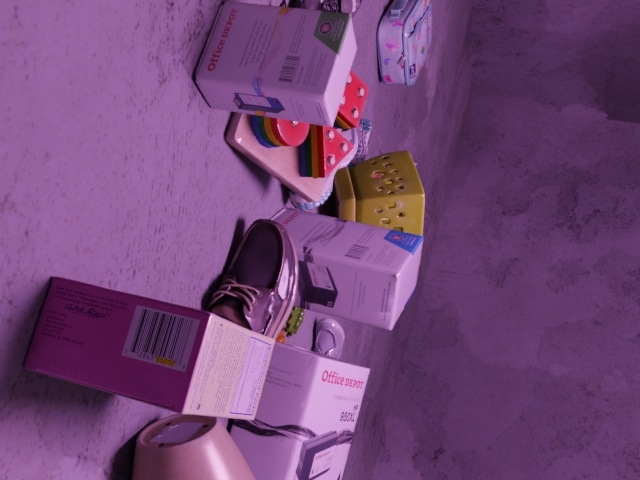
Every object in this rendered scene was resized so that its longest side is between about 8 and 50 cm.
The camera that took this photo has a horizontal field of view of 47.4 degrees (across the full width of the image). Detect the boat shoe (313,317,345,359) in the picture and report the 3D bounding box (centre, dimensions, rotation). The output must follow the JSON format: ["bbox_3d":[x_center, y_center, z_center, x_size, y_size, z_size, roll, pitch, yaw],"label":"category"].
[{"bbox_3d":[0.019,0.309,1.980,0.081,0.079,0.227,-67,163,-47],"label":"boat shoe"}]

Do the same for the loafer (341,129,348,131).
[{"bbox_3d":[0.009,-0.299,1.520,0.223,0.076,0.078,29,37,-53],"label":"loafer"}]

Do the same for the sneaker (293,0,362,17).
[{"bbox_3d":[0.023,-0.481,1.471,0.234,0.106,0.078,-55,150,-53],"label":"sneaker"}]

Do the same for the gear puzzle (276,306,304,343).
[{"bbox_3d":[-0.052,0.132,1.683,0.175,0.044,0.338,71,37,-53],"label":"gear puzzle"}]

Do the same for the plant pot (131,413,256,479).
[{"bbox_3d":[-0.194,0.420,1.143,0.256,0.257,0.273,-35,118,-66],"label":"plant pot"}]

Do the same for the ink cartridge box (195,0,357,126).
[{"bbox_3d":[-0.066,-0.277,1.132,0.093,0.213,0.154,69,35,-65],"label":"ink cartridge box"}]

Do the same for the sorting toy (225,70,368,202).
[{"bbox_3d":[-0.023,-0.236,1.340,0.257,0.089,0.255,35,66,-47],"label":"sorting toy"}]

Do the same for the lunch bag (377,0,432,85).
[{"bbox_3d":[0.251,-0.599,2.130,0.224,0.108,0.279,83,24,-44],"label":"lunch bag"}]

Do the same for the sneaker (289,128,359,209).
[{"bbox_3d":[0.005,-0.203,1.588,0.122,0.110,0.283,72,31,-46],"label":"sneaker"}]

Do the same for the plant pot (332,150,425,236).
[{"bbox_3d":[0.139,-0.077,1.848,0.228,0.207,0.227,-100,-173,-55],"label":"plant pot"}]

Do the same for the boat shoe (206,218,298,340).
[{"bbox_3d":[-0.131,0.130,1.306,0.130,0.132,0.355,34,66,-72],"label":"boat shoe"}]

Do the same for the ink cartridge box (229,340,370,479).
[{"bbox_3d":[-0.059,0.432,1.568,0.285,0.166,0.394,30,73,-61],"label":"ink cartridge box"}]

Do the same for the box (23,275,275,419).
[{"bbox_3d":[-0.204,0.144,0.936,0.243,0.214,0.117,47,56,-69],"label":"box"}]

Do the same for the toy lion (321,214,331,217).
[{"bbox_3d":[0.000,0.000,1.825,0.096,0.034,0.100,-56,152,-36],"label":"toy lion"}]

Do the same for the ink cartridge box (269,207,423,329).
[{"bbox_3d":[0.030,0.049,1.473,0.223,0.308,0.129,-45,144,-62],"label":"ink cartridge box"}]

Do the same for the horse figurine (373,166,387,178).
[{"bbox_3d":[0.118,-0.104,2.079,0.174,0.066,0.263,7,91,-67],"label":"horse figurine"}]

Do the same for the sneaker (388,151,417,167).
[{"bbox_3d":[0.256,-0.236,2.438,0.235,0.090,0.094,-16,128,-67],"label":"sneaker"}]

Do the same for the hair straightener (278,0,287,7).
[{"bbox_3d":[-0.026,-0.389,1.399,0.230,0.089,0.047,52,52,-68],"label":"hair straightener"}]

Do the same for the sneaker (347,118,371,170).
[{"bbox_3d":[0.103,-0.243,1.955,0.076,0.065,0.166,79,29,-59],"label":"sneaker"}]
